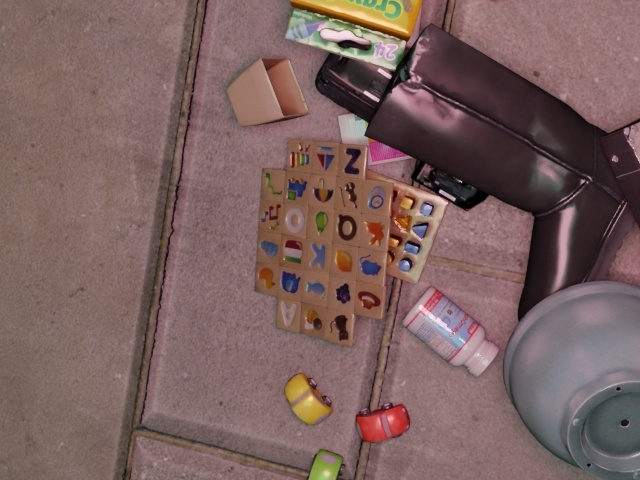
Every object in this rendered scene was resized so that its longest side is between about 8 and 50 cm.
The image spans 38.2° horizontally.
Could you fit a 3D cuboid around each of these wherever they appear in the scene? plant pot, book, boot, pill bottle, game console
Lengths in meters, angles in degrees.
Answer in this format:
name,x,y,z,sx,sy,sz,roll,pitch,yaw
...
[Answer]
name,x,y,z,sx,sy,sz,roll,pitch,yaw
plant pot,0.434,0.233,1.383,0.293,0.196,0.293,1,113,2
book,0.109,-0.183,1.614,0.144,0.035,0.096,-8,97,13
plant pot,-0.099,-0.251,1.618,0.096,0.109,0.109,-21,91,25
boot,0.267,-0.087,1.477,0.445,0.146,0.367,29,89,-10
pill bottle,0.226,0.159,1.593,0.160,0.087,0.087,39,102,6
game console,0.169,-0.220,1.556,0.361,0.044,0.213,31,99,-5

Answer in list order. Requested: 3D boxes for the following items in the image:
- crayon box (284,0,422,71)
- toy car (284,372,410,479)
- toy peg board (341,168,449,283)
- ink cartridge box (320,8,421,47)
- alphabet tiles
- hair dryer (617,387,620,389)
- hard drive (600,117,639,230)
name,x,y,z,sx,sy,sz,roll,pitch,yaw
crayon box,0.079,-0.452,1.465,0.203,0.083,0.323,16,97,0
toy car,0.024,0.376,1.676,0.239,0.053,0.225,17,99,10
toy peg board,0.117,-0.022,1.603,0.161,0.079,0.161,22,100,10
ink cartridge box,0.085,-0.442,1.549,0.181,0.056,0.224,5,104,0
alphabet tiles,0.000,0.000,1.604,0.285,0.011,0.342,9,98,37
hair dryer,0.623,0.283,1.523,0.293,0.080,0.223,12,99,11
hard drive,0.595,-0.050,1.433,0.237,0.064,0.339,-24,92,-27
